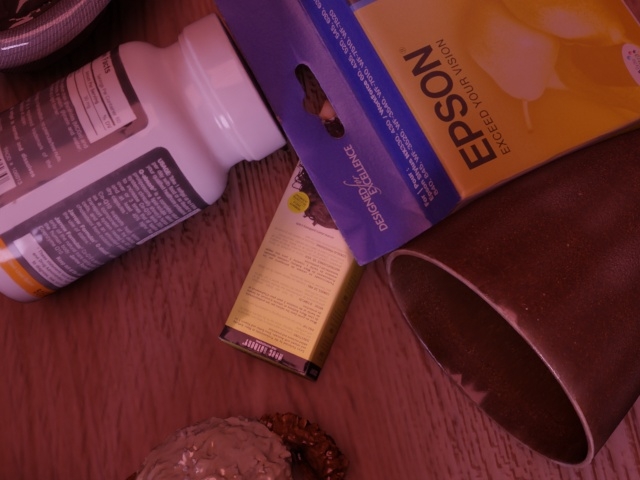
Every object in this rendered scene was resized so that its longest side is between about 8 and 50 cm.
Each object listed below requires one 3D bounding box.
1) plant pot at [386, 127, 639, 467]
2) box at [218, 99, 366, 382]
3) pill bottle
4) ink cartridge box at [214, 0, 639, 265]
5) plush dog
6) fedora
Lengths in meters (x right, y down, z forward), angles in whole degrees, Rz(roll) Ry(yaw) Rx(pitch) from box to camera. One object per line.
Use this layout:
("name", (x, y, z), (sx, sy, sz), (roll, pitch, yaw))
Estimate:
("plant pot", (0.209, 0.021, 0.913), (0.230, 0.215, 0.215), (-40, 72, -15))
("box", (0.000, 0.000, 1.020), (0.087, 0.058, 0.232), (20, 82, 14))
("pill bottle", (-0.180, -0.075, 1.020), (0.278, 0.162, 0.162), (-28, 73, 2))
("ink cartridge box", (0.102, -0.176, 0.998), (0.307, 0.072, 0.304), (-24, 73, -15))
("plush dog", (-0.083, 0.243, 0.927), (0.262, 0.211, 0.225), (-18, 47, 5))
("fedora", (-0.272, -0.266, 1.102), (0.243, 0.124, 0.275), (26, 77, 15))
